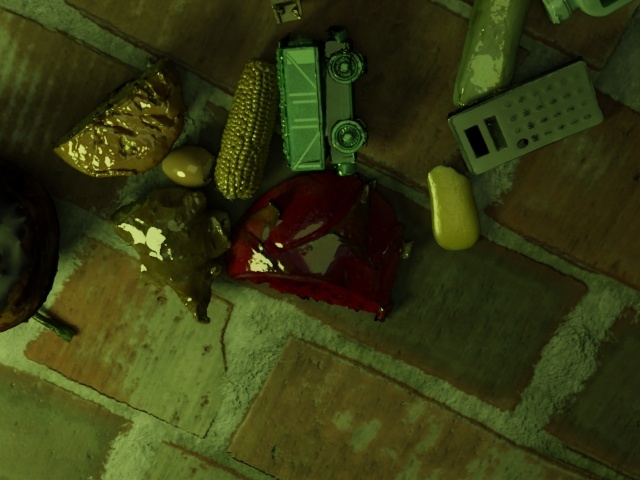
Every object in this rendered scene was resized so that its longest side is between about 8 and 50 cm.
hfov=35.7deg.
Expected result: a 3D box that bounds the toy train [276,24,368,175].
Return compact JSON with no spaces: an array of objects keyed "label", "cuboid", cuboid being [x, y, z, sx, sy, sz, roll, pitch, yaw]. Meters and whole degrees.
[{"label":"toy train","cuboid":[0.008,-0.246,1.772,0.154,0.115,0.269,-1,110,9]}]

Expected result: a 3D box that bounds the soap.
[{"label":"soap","cuboid":[0.248,-0.062,1.847,0.089,0.033,0.168,-7,106,4]}]

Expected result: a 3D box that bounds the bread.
[{"label":"bread","cuboid":[-0.339,-0.202,1.788,0.260,0.160,0.147,-37,109,10]}]

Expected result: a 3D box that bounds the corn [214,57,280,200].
[{"label":"corn","cuboid":[-0.131,-0.200,1.803,0.091,0.091,0.260,13,106,-2]}]

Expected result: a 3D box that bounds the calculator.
[{"label":"calculator","cuboid":[0.360,-0.216,1.763,0.261,0.021,0.161,-24,133,11]}]

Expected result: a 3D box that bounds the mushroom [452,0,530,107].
[{"label":"mushroom","cuboid":[0.307,-0.374,1.725,0.100,0.081,0.312,15,109,7]}]

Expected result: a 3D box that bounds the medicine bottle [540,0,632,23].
[{"label":"medicine bottle","cuboid":[0.485,-0.452,1.686,0.229,0.083,0.121,-29,105,11]}]

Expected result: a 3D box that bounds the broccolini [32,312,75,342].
[{"label":"broccolini","cuboid":[-0.592,0.114,1.966,0.254,0.071,0.057,35,64,-13]}]

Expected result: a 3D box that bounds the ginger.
[{"label":"ginger","cuboid":[-0.257,0.023,1.866,0.219,0.123,0.270,-23,114,14]}]

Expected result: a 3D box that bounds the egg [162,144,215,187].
[{"label":"egg","cuboid":[-0.244,-0.138,1.835,0.096,0.080,0.080,18,107,9]}]

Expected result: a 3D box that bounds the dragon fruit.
[{"label":"dragon fruit","cuboid":[0.000,0.000,1.854,0.343,0.100,0.282,14,103,-1]}]

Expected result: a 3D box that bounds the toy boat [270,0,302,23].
[{"label":"toy boat","cuboid":[-0.077,-0.477,1.721,0.057,0.077,0.200,-11,106,8]}]

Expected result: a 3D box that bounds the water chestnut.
[{"label":"water chestnut","cuboid":[-0.638,0.001,1.771,0.350,0.302,0.350,0,88,-2]}]
